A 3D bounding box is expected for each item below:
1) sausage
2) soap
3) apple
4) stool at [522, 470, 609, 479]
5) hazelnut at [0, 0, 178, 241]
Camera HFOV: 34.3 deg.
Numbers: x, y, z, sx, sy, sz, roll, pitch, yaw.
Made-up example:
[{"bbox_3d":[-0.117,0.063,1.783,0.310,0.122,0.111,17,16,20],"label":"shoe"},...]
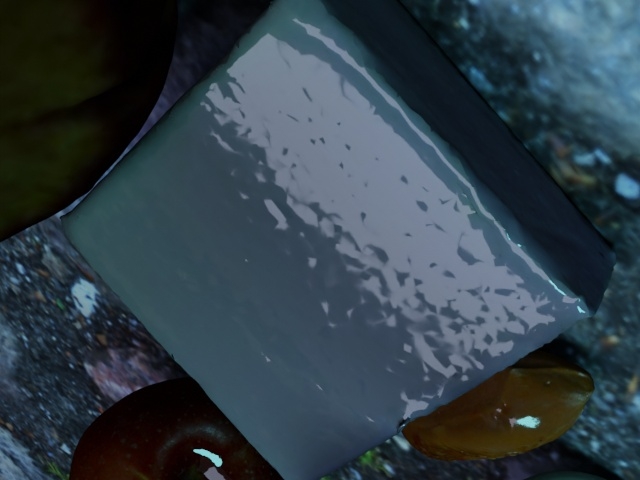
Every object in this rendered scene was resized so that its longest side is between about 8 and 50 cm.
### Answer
[{"bbox_3d":[0.125,0.126,0.801,0.179,0.089,0.089,-26,104,49],"label":"sausage"},{"bbox_3d":[0.000,0.000,0.732,0.296,0.107,0.285,-37,97,33],"label":"soap"},{"bbox_3d":[-0.137,0.245,1.018,0.218,0.218,0.201,53,164,-9],"label":"apple"},{"bbox_3d":[0.174,0.311,0.830,0.195,0.195,0.198,39,140,7],"label":"stool"},{"bbox_3d":[-0.306,-0.170,0.633,0.402,0.429,0.402,60,170,18],"label":"hazelnut"}]
